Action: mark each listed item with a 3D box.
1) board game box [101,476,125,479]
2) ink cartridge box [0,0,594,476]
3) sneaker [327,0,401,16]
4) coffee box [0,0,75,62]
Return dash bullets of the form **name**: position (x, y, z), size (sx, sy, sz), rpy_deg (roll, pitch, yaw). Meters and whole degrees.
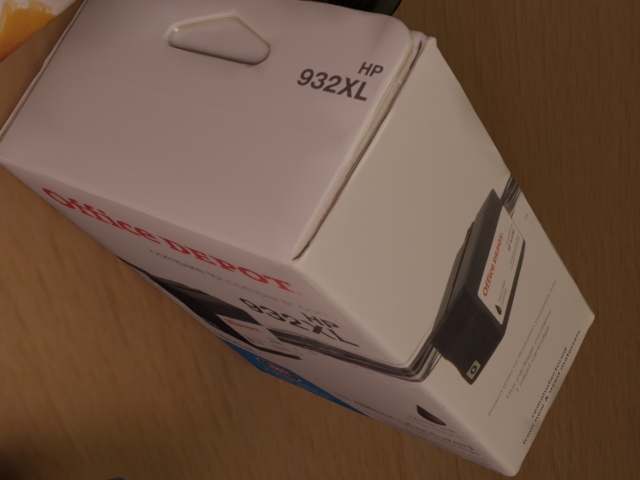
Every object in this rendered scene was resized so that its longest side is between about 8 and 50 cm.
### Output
- **board game box**: position (-0.231, 0.278, 0.516), size (0.308, 0.086, 0.302), rpy_deg (4, 115, -54)
- **ink cartridge box**: position (0.000, 0.000, 0.642), size (0.129, 0.223, 0.307), rpy_deg (-61, 143, -14)
- **sneaker**: position (0.070, -0.252, 0.742), size (0.130, 0.087, 0.227), rpy_deg (0, 99, -47)
- **coffee box**: position (-0.147, -0.149, 0.437), size (0.246, 0.141, 0.098), rpy_deg (-47, 135, -24)
